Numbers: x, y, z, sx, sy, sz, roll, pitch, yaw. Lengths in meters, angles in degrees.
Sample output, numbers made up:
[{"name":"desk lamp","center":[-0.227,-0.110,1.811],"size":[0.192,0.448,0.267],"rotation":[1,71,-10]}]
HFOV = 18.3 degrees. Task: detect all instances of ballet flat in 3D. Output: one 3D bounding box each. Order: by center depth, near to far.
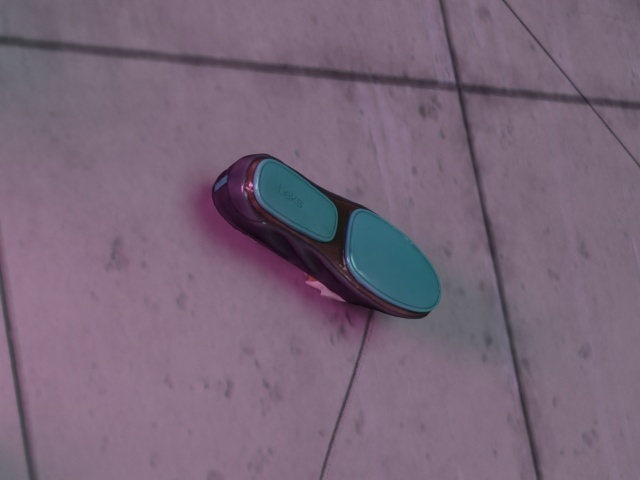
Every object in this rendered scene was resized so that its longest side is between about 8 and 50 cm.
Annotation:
[{"name":"ballet flat","center":[0.000,0.000,1.437],"size":[0.203,0.074,0.074],"rotation":[33,53,-34]}]
